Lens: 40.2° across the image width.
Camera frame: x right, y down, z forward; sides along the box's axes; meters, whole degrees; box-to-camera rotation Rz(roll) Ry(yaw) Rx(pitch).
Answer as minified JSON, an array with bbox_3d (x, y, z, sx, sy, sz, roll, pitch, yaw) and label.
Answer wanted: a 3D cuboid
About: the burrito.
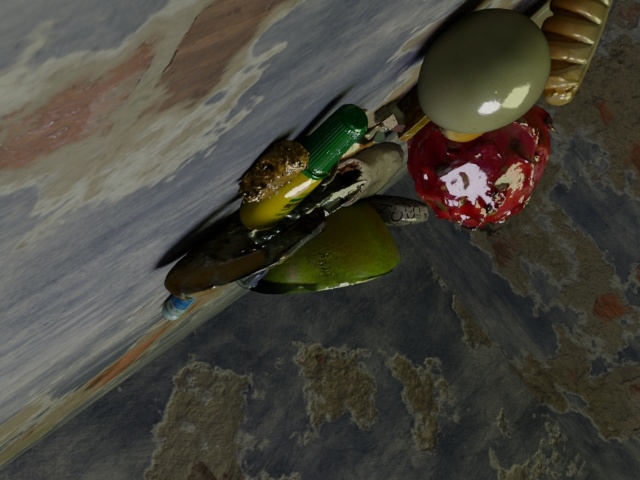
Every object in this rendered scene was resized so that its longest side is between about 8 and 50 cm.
[{"bbox_3d":[0.101,-0.161,2.107,0.143,0.105,0.299,-44,173,26],"label":"burrito"}]

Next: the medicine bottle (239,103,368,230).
[{"bbox_3d":[-0.030,-0.117,1.411,0.309,0.076,0.111,-42,-176,45],"label":"medicine bottle"}]

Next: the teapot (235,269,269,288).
[{"bbox_3d":[-0.178,0.057,1.992,0.149,0.108,0.111,-40,175,29],"label":"teapot"}]

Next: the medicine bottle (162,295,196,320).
[{"bbox_3d":[-0.325,0.139,2.055,0.051,0.051,0.191,-36,177,-35],"label":"medicine bottle"}]

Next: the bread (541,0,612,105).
[{"bbox_3d":[0.518,-0.435,1.803,0.173,0.121,0.311,-29,138,-76],"label":"bread"}]

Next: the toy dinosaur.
[{"bbox_3d":[0.033,-0.166,1.515,0.212,0.057,0.142,-39,-164,-26],"label":"toy dinosaur"}]

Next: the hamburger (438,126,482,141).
[{"bbox_3d":[0.334,-0.318,1.870,0.244,0.163,0.244,-42,178,-2],"label":"hamburger"}]

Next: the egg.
[{"bbox_3d":[0.261,-0.271,1.433,0.188,0.188,0.253,-36,-177,-33],"label":"egg"}]

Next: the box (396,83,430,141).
[{"bbox_3d":[0.207,-0.278,1.777,0.022,0.089,0.156,15,141,-31],"label":"box"}]

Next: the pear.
[{"bbox_3d":[0.003,-0.004,2.127,0.399,0.165,0.399,-9,-170,2],"label":"pear"}]

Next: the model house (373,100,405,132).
[{"bbox_3d":[0.142,-0.241,1.752,0.057,0.058,0.083,-38,177,-5],"label":"model house"}]

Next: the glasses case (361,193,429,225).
[{"bbox_3d":[0.127,-0.082,2.333,0.354,0.085,0.137,5,-173,43],"label":"glasses case"}]

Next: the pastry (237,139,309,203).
[{"bbox_3d":[-0.069,-0.105,1.324,0.080,0.056,0.140,-24,175,-47],"label":"pastry"}]

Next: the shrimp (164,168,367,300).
[{"bbox_3d":[-0.078,-0.020,1.583,0.445,0.085,0.272,-32,-162,-24],"label":"shrimp"}]

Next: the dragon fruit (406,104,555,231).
[{"bbox_3d":[0.383,-0.209,2.166,0.386,0.371,0.249,-26,-173,25],"label":"dragon fruit"}]
